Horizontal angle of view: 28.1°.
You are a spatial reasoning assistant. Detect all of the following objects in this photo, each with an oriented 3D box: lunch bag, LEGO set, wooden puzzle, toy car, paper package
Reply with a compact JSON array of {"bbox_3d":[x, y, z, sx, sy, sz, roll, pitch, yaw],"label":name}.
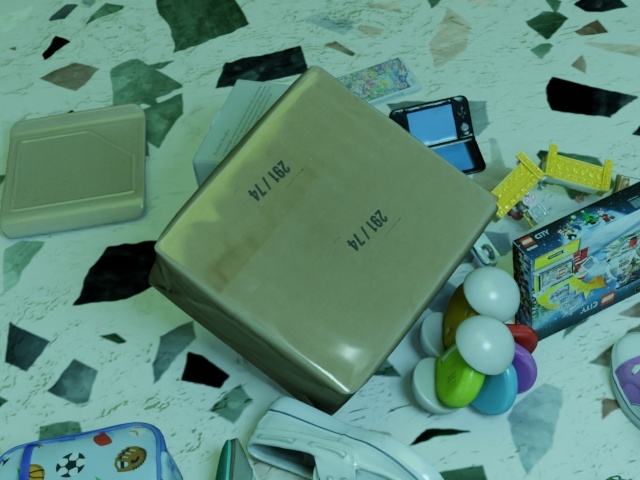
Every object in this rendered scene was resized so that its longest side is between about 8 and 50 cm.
[{"bbox_3d":[-0.275,0.356,1.430,0.243,0.115,0.303,-10,43,4],"label":"lunch bag"},{"bbox_3d":[0.308,-0.056,1.772,0.287,0.107,0.132,-20,79,-16],"label":"LEGO set"},{"bbox_3d":[-0.378,-0.106,1.977,0.221,0.044,0.238,-9,48,1],"label":"wooden puzzle"},{"bbox_3d":[0.201,0.136,1.557,0.136,0.159,0.182,27,45,-13],"label":"toy car"},{"bbox_3d":[0.000,0.000,1.572,0.309,0.168,0.325,37,71,3],"label":"paper package"}]

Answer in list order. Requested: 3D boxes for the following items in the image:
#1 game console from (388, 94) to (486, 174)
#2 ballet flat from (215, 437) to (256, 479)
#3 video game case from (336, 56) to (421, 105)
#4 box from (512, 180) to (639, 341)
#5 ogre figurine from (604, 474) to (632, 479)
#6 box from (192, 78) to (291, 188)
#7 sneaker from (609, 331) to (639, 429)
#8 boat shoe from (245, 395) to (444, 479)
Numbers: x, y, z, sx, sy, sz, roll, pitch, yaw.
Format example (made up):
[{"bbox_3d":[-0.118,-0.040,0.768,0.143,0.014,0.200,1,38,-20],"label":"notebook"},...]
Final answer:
[{"bbox_3d":[0.172,-0.148,1.889,0.122,0.107,0.071,-13,15,-3],"label":"game console"},{"bbox_3d":[-0.096,0.326,1.467,0.068,0.072,0.213,18,45,-10],"label":"ballet flat"},{"bbox_3d":[0.090,-0.251,2.050,0.122,0.011,0.087,-19,44,-9],"label":"video game case"},{"bbox_3d":[0.353,0.021,1.612,0.233,0.159,0.044,-24,47,-14],"label":"box"},{"bbox_3d":[0.344,0.331,1.340,0.118,0.097,0.197,-22,21,31],"label":"ogre figurine"},{"bbox_3d":[-0.083,-0.100,1.808,0.119,0.182,0.181,9,47,17],"label":"box"},{"bbox_3d":[0.417,0.173,1.445,0.102,0.161,0.282,-20,43,-7],"label":"sneaker"},{"bbox_3d":[0.026,0.266,1.487,0.258,0.095,0.084,15,53,38],"label":"boat shoe"}]
